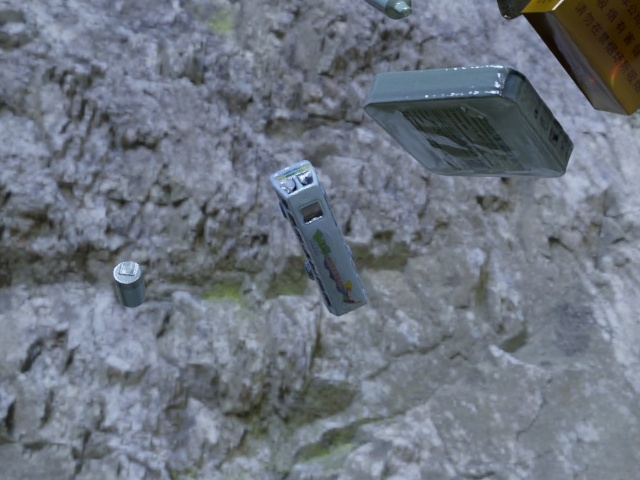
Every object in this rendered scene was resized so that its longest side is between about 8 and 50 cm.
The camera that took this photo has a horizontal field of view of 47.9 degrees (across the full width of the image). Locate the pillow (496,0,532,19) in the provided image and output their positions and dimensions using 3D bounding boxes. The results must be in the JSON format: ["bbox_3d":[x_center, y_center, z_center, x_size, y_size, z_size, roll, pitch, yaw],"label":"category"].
[{"bbox_3d":[0.574,-0.680,1.917,0.130,0.218,0.033,70,-157,-13],"label":"pillow"}]

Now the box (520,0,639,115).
[{"bbox_3d":[0.589,-0.463,1.270,0.415,0.264,0.116,-46,21,2],"label":"box"}]

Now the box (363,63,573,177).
[{"bbox_3d":[0.355,-0.270,1.708,0.397,0.396,0.111,6,73,40],"label":"box"}]

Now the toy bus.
[{"bbox_3d":[0.000,0.000,1.536,0.136,0.109,0.329,-118,5,-69],"label":"toy bus"}]

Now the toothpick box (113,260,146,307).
[{"bbox_3d":[-0.352,0.082,1.332,0.083,0.052,0.052,99,170,-53],"label":"toothpick box"}]

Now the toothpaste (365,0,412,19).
[{"bbox_3d":[0.077,-0.337,0.981,0.197,0.057,0.034,-122,37,-52],"label":"toothpaste"}]
